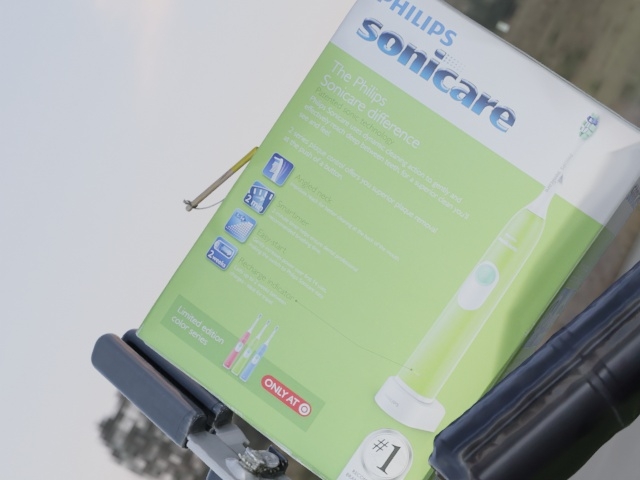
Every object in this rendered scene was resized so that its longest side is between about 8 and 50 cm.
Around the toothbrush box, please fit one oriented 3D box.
[{"bbox_3d":[0.054,0.004,1.015,0.283,0.206,0.122,-57,-13,6],"label":"toothbrush box"}]

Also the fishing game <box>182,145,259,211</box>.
[{"bbox_3d":[0.000,0.000,1.687,0.189,0.264,0.041,-31,34,41],"label":"fishing game"}]

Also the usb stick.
[{"bbox_3d":[0.161,0.022,0.697,0.278,0.045,0.077,-41,-32,-1],"label":"usb stick"}]

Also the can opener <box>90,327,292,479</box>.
[{"bbox_3d":[-0.133,0.193,1.619,0.074,0.280,0.093,-7,-49,-51],"label":"can opener"}]
